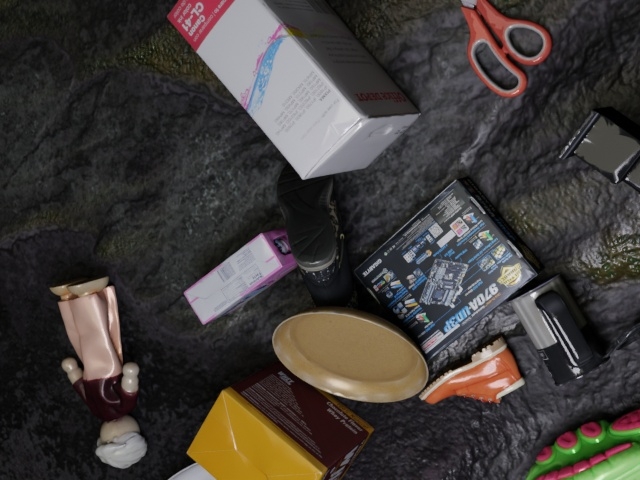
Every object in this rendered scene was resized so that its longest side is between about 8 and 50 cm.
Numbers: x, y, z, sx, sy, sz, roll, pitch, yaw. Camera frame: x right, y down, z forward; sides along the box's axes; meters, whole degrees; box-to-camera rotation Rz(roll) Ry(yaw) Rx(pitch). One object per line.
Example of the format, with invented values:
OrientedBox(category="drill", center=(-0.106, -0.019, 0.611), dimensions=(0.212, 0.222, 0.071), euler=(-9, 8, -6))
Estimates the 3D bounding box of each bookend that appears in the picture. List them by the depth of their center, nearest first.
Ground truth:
OrientedBox(category="bookend", center=(0.393, -0.093, 1.151), dimensions=(0.157, 0.156, 0.072), euler=(39, 113, 14))

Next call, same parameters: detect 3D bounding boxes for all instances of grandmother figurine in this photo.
OrientedBox(category="grandmother figurine", center=(-0.376, 0.236, 1.619), dimensions=(0.208, 0.104, 0.342), euler=(-2, 102, 54))

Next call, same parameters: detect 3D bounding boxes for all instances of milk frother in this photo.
OrientedBox(category="milk frother", center=(0.354, 0.103, 1.248), dimensions=(0.143, 0.129, 0.135), euler=(-28, 85, -16))

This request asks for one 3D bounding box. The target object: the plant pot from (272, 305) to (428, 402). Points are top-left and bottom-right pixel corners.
OrientedBox(category="plant pot", center=(0.046, 0.165, 1.368), dimensions=(0.236, 0.032, 0.236), euler=(11, 143, 9))

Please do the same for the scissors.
OrientedBox(category="scissors", center=(0.199, -0.330, 1.279), dimensions=(0.109, 0.021, 0.297), euler=(-45, 79, 25))

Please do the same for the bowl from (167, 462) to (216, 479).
OrientedBox(category="bowl", center=(-0.197, 0.452, 1.587), dimensions=(0.142, 0.053, 0.142), euler=(-37, 82, 25))

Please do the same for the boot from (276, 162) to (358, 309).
OrientedBox(category="boot", center=(-0.002, 0.001, 1.384), dimensions=(0.085, 0.236, 0.179), euler=(-13, 135, 6))

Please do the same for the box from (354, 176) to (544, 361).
OrientedBox(category="box", center=(0.181, 0.043, 1.335), dimensions=(0.220, 0.051, 0.175), euler=(-44, 79, 25))

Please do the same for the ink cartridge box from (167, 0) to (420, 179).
OrientedBox(category="ink cartridge box", center=(-0.031, -0.245, 1.292), dimensions=(0.131, 0.226, 0.306), euler=(-43, 79, 26))

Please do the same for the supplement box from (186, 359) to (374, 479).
OrientedBox(category="supplement box", center=(-0.057, 0.307, 1.415), dimensions=(0.191, 0.194, 0.129), euler=(37, 112, 16))

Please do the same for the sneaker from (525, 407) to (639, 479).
OrientedBox(category="sneaker", center=(0.506, 0.301, 1.179), dimensions=(0.482, 0.185, 0.202), euler=(-24, 106, 30))

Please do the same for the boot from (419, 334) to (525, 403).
OrientedBox(category="boot", center=(0.219, 0.212, 1.344), dimensions=(0.158, 0.059, 0.085), euler=(-34, 88, 25))

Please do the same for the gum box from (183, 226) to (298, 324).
OrientedBox(category="gum box", center=(-0.109, 0.049, 1.445), dimensions=(0.188, 0.107, 0.062), euler=(-36, 83, 26))
